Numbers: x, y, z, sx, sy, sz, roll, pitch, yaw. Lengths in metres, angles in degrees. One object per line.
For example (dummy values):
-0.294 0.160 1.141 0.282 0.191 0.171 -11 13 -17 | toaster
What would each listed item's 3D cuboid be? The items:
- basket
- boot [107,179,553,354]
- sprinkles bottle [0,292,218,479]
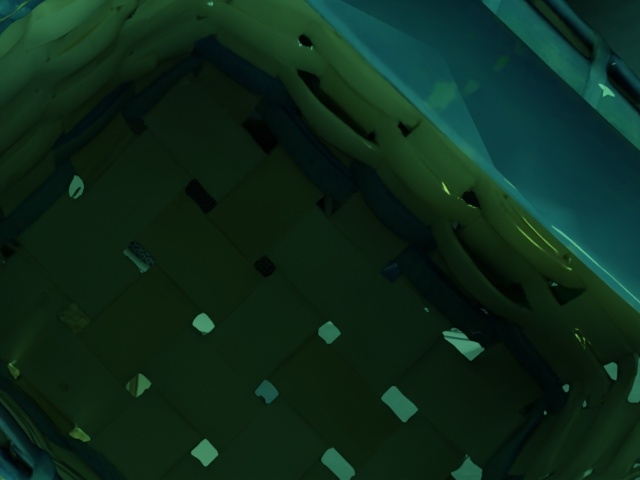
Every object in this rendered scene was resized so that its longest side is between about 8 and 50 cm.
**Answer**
0.000 0.000 0.445 0.255 0.201 0.289 45 166 0 | basket
0.012 -0.009 0.632 0.190 0.069 0.086 8 145 -34 | boot
-0.209 0.044 0.654 0.355 0.121 0.121 14 149 -26 | sprinkles bottle
